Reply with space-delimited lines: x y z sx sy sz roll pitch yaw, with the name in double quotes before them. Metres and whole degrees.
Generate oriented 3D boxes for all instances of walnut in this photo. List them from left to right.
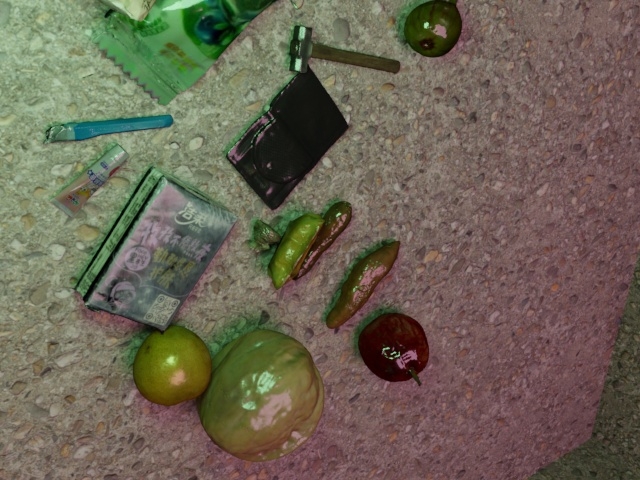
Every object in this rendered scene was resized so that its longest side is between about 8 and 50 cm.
"walnut" -0.165 0.434 2.002 0.382 0.381 0.381 -18 125 -29

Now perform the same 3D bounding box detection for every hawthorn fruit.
"hawthorn fruit" 0.260 0.374 2.337 0.230 0.266 0.210 -16 142 -26

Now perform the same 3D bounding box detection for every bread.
"bread" -0.074 0.022 1.952 0.088 0.161 0.233 29 92 0

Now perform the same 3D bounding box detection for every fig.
"fig" 0.322 -0.611 1.932 0.151 0.152 0.259 56 49 -42

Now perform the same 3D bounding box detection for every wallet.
"wallet" -0.080 -0.262 1.856 0.323 0.041 0.247 -50 135 -10

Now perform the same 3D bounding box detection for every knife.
"knife" -0.463 -0.249 1.580 0.297 0.026 0.044 -13 125 -35

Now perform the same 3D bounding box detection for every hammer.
"hammer" 0.074 -0.470 1.847 0.366 0.043 0.111 -2 105 -40

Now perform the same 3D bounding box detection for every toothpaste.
"toothpaste" -0.512 -0.137 1.599 0.194 0.043 0.067 -44 137 -1

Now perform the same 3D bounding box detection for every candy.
"candy" -0.265 -0.477 1.509 0.398 0.172 0.263 -43 136 5

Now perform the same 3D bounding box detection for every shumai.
"shumai" -0.158 -0.005 1.923 0.083 0.082 0.080 36 92 -21

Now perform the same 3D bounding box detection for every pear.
"pear" -0.384 0.320 1.851 0.209 0.209 0.208 -18 125 -29

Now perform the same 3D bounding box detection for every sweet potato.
"sweet potato" 0.000 0.000 2.049 0.273 0.075 0.075 -52 134 3
"sweet potato" 0.128 0.128 2.205 0.354 0.095 0.106 -51 161 -3

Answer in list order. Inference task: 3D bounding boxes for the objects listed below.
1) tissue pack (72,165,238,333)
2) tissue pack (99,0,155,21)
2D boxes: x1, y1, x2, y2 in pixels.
"tissue pack" -0.391 0.030 1.736 0.259 0.122 0.361 29 93 -45
"tissue pack" -0.388 -0.633 1.279 0.390 0.195 0.375 32 89 -28
